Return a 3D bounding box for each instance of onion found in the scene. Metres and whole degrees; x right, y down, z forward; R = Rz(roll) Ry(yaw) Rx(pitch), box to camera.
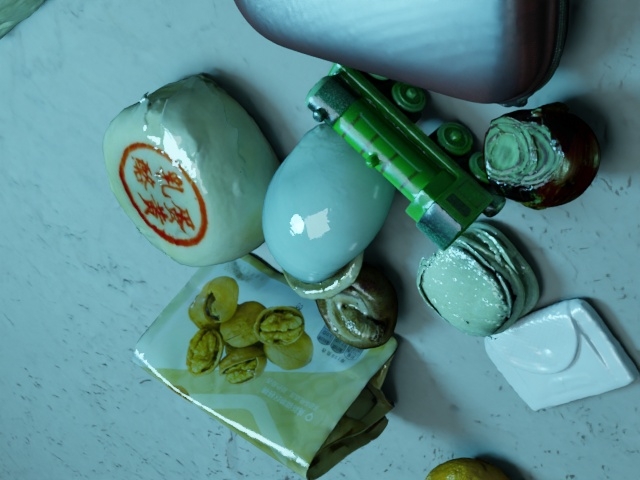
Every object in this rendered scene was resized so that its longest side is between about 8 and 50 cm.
[{"bbox_3d":[0.226,-0.088,1.365,0.117,0.118,0.118,27,137,30],"label":"onion"}]

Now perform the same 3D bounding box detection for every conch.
[{"bbox_3d":[-0.004,-0.046,1.594,0.121,0.185,0.221,21,127,-22],"label":"conch"}]

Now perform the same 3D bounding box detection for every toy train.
[{"bbox_3d":[0.092,-0.105,1.473,0.251,0.119,0.085,43,143,6],"label":"toy train"}]

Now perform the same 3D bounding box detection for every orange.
[{"bbox_3d":[0.192,0.346,1.753,0.135,0.117,0.135,24,129,33],"label":"orange"}]

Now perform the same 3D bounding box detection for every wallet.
[{"bbox_3d":[0.273,0.137,1.567,0.124,0.032,0.183,52,141,-8],"label":"wallet"}]

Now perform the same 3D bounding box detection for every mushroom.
[{"bbox_3d":[0.042,0.081,1.701,0.127,0.087,0.127,22,132,26],"label":"mushroom"}]

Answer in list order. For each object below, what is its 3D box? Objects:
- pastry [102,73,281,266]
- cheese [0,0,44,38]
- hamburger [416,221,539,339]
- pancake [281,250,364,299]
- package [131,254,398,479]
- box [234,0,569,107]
[{"bbox_3d":[-0.166,-0.083,1.736,0.265,0.133,0.265,30,140,29],"label":"pastry"},{"bbox_3d":[-0.483,-0.363,1.782,0.248,0.173,0.251,-4,113,47],"label":"cheese"},{"bbox_3d":[0.181,0.048,1.558,0.133,0.062,0.140,53,144,-3],"label":"hamburger"},{"bbox_3d":[0.001,0.000,1.671,0.151,0.025,0.151,-11,75,44],"label":"pancake"},{"bbox_3d":[-0.062,0.181,1.830,0.311,0.221,0.165,27,158,27],"label":"package"},{"bbox_3d":[0.067,-0.283,1.351,0.404,0.108,0.263,22,135,31],"label":"box"}]
